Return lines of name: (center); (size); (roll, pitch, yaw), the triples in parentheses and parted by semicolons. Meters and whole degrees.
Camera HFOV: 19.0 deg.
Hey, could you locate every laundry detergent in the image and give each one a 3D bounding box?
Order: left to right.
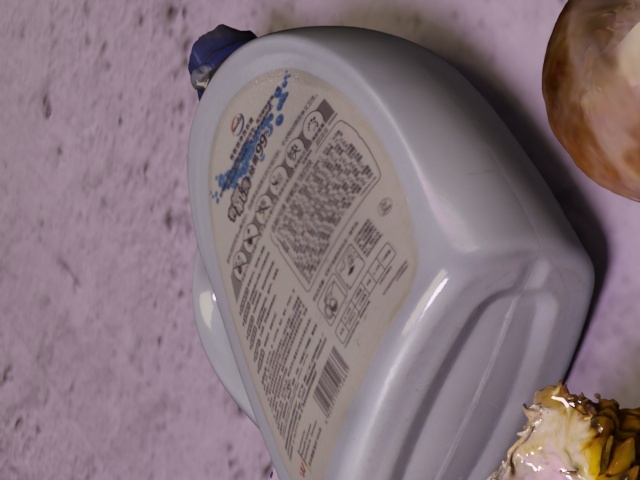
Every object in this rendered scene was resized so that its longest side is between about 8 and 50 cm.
laundry detergent: (0.000, 0.000, 0.913); (0.280, 0.105, 0.215); (50, 130, 43)

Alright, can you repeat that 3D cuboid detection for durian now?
durian: (0.102, 0.143, 0.785); (0.140, 0.078, 0.224); (67, 151, 15)

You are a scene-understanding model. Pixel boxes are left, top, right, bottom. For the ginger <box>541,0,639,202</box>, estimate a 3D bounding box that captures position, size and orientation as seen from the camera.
ginger: (0.160, -0.198, 0.630); (0.256, 0.176, 0.375); (170, 100, -72)
